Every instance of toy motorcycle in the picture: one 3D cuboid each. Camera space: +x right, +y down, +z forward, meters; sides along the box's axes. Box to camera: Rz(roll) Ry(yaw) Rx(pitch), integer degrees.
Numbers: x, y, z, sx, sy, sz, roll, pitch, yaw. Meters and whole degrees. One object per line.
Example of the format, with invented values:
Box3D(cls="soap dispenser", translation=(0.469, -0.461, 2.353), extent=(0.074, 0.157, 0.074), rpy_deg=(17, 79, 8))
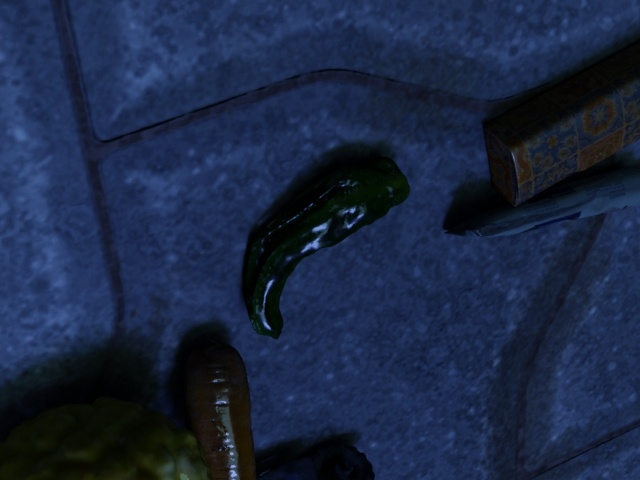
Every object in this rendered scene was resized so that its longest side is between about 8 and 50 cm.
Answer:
Box3D(cls="toy motorcycle", translation=(-0.035, 0.265, 1.297), extent=(0.213, 0.122, 0.082), rpy_deg=(-18, 143, -22))

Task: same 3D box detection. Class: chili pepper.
Box3D(cls="chili pepper", translation=(-0.005, -0.001, 1.172), extent=(0.182, 0.050, 0.073), rpy_deg=(-45, 142, 5))

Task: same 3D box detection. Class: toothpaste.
Box3D(cls="toothpaste", translation=(0.218, -0.032, 1.304), extent=(0.233, 0.060, 0.038), rpy_deg=(-14, 96, -28))

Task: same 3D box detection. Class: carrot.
Box3D(cls="carrot", translation=(-0.075, 0.203, 1.208), extent=(0.059, 0.059, 0.248), rpy_deg=(-14, 101, -26))

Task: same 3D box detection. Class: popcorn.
Box3D(cls="popcorn", translation=(-0.180, 0.238, 1.121), extent=(0.226, 0.203, 0.200), rpy_deg=(-7, 131, -42))

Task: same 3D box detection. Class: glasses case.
Box3D(cls="glasses case", translation=(0.249, -0.112, 1.264), extent=(0.218, 0.049, 0.075), rpy_deg=(-29, 133, -14))
